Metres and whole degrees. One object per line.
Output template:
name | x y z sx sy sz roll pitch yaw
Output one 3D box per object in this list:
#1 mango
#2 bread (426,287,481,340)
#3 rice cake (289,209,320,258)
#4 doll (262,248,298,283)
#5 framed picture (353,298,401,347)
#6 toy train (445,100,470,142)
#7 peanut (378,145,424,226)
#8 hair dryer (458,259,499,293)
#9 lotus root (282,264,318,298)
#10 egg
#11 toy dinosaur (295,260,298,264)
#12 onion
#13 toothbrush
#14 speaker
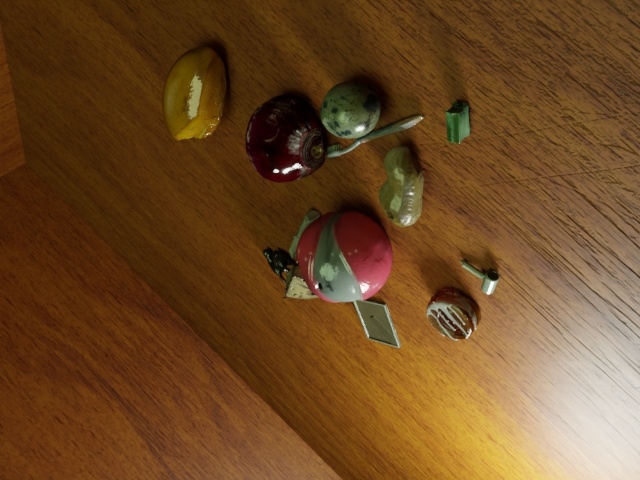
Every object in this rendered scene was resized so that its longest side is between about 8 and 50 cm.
mango | -0.394 -0.455 1.814 0.199 0.201 0.350 18 138 -8
bread | 0.393 0.220 1.730 0.160 0.073 0.160 30 144 25
rice cake | -0.059 -0.020 2.003 0.052 0.057 0.256 39 147 9
doll | -0.160 0.087 2.237 0.165 0.057 0.139 45 150 12
framed picture | 0.201 0.291 2.076 0.150 0.015 0.203 8 130 44
toy train | 0.313 -0.268 1.321 0.038 0.056 0.093 18 138 34
peanut | 0.211 -0.140 1.525 0.120 0.110 0.236 34 145 43
hair dryer | 0.428 0.091 1.594 0.124 0.038 0.063 36 146 27
lotus root | -0.051 0.156 2.100 0.170 0.074 0.261 12 159 -13
egg | 0.070 -0.327 1.460 0.182 0.141 0.141 8 132 58
toy dinosaur | -0.004 -0.005 1.920 0.055 0.101 0.279 49 138 17
onion | -0.117 -0.292 1.645 0.216 0.206 0.207 24 141 32
toothbrush | 0.134 -0.275 1.542 0.375 0.028 0.037 -10 76 52
speaker | 0.079 0.052 1.762 0.294 0.294 0.294 29 143 25
